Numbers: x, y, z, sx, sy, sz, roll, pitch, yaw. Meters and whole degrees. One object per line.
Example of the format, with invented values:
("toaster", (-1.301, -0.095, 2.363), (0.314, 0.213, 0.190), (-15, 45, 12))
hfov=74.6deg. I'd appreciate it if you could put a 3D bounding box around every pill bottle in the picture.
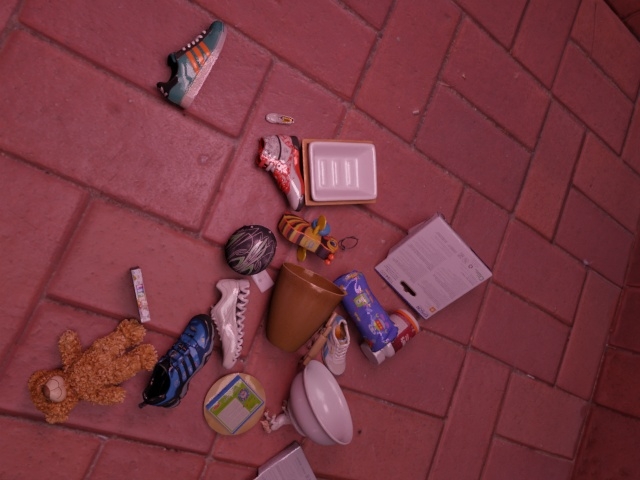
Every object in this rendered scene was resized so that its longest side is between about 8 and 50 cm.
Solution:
("pill bottle", (0.269, 0.376, 1.637), (0.221, 0.121, 0.121), (-36, 106, -21))

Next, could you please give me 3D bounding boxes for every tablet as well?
("tablet", (-0.203, 0.133, 1.461), (0.054, 0.006, 0.083), (-36, 106, -21))

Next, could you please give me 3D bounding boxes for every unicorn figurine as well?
("unicorn figurine", (-0.129, 0.629, 1.488), (0.161, 0.060, 0.111), (-16, 108, -11))

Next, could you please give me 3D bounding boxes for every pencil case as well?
("pencil case", (0.165, 0.250, 1.527), (0.133, 0.119, 0.306), (-33, 82, -1))

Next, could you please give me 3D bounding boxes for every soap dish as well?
("soap dish", (0.061, -0.244, 1.520), (0.290, 0.118, 0.229), (-5, 93, -26))

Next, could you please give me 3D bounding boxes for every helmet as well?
("helmet", (-0.225, 0.030, 1.360), (0.169, 0.161, 0.170), (-1, 92, -26))

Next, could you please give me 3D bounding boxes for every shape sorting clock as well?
("shape sorting clock", (-0.286, 0.547, 1.411), (0.206, 0.040, 0.207), (-2, 94, -23))

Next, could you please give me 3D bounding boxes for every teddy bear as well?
("teddy bear", (-0.641, 0.365, 1.194), (0.337, 0.113, 0.245), (-10, 94, -26))

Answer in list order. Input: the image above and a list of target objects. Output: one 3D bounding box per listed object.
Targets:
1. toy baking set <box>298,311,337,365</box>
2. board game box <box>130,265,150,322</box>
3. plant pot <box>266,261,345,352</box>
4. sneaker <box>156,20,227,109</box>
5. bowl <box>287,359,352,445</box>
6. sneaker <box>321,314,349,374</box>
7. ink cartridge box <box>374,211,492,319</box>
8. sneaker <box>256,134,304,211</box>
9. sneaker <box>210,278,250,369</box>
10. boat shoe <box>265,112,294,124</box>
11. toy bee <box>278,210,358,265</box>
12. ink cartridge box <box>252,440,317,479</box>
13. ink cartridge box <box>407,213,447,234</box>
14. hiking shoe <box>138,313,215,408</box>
("toy baking set", (-0.007, 0.349, 1.453), (0.030, 0.197, 0.256), (33, 97, 3))
("board game box", (-0.534, 0.157, 1.244), (0.026, 0.103, 0.154), (-11, 97, -26))
("plant pot", (-0.078, 0.237, 1.421), (0.237, 0.237, 0.255), (26, 94, -25))
("sneaker", (-0.393, -0.563, 1.292), (0.121, 0.108, 0.303), (29, 80, -28))
("bowl", (-0.021, 0.575, 1.447), (0.134, 0.298, 0.298), (-31, 107, 13))
("sneaker", (0.060, 0.390, 1.550), (0.087, 0.092, 0.229), (-8, 96, -28))
("ink cartridge box", (0.438, 0.108, 1.660), (0.330, 0.071, 0.324), (-40, 102, 23))
("sneaker", (-0.141, -0.228, 1.429), (0.144, 0.090, 0.271), (-3, 83, -26))
("sneaker", (-0.303, 0.266, 1.369), (0.118, 0.110, 0.293), (8, 80, -19))
("boat shoe", (-0.140, -0.423, 1.461), (0.100, 0.035, 0.035), (6, 89, -27))
("toy bee", (0.000, 0.000, 1.454), (0.297, 0.162, 0.195), (3, 129, -6))
("ink cartridge box", (-0.129, 0.873, 1.495), (0.223, 0.045, 0.224), (-27, 102, -22))
("ink cartridge box", (0.474, 0.023, 1.710), (0.158, 0.092, 0.218), (-29, 104, 13))
("hiking shoe", (-0.422, 0.365, 1.273), (0.113, 0.132, 0.304), (19, 79, 20))
